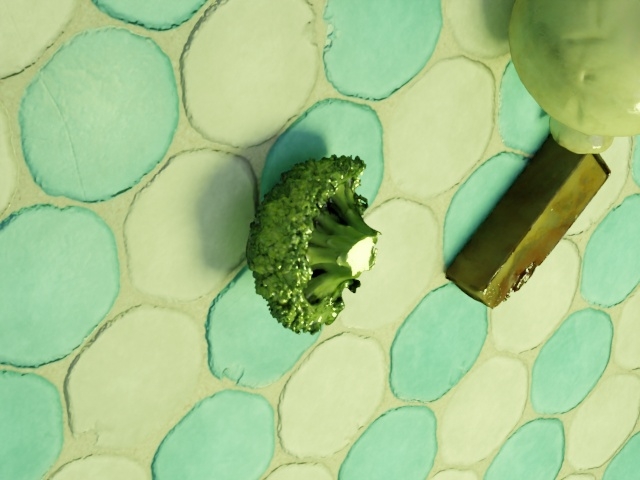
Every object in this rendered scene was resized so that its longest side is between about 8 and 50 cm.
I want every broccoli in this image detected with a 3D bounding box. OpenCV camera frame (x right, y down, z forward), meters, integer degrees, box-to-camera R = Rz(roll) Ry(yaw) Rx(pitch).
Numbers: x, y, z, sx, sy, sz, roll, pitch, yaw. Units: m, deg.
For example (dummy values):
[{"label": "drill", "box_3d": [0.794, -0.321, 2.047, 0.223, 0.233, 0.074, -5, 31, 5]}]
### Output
[{"label": "broccoli", "box_3d": [-0.001, -0.002, 1.793, 0.226, 0.176, 0.198, -36, 139, 0]}]

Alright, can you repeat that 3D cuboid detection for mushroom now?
[{"label": "mushroom", "box_3d": [0.423, -0.270, 1.924, 0.315, 0.315, 0.356, -5, 118, -39]}]

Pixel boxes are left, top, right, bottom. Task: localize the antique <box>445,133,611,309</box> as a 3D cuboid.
[{"label": "antique", "box_3d": [0.335, -0.028, 2.131, 0.310, 0.087, 0.093, -52, 137, -5]}]
